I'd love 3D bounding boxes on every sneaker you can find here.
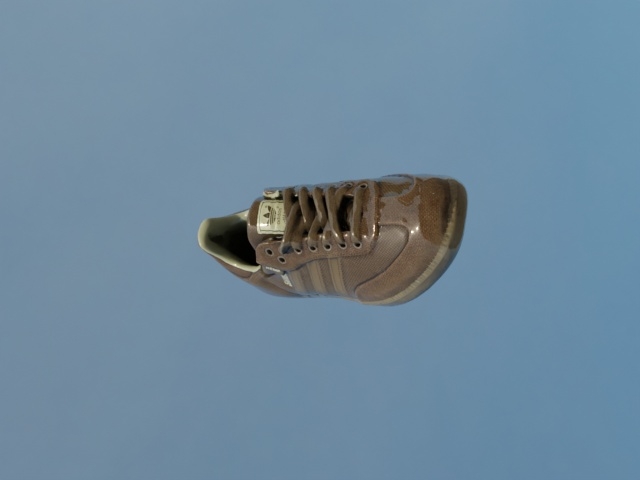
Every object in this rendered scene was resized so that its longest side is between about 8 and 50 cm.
[{"bbox_3d":[0.000,0.000,0.719,0.071,0.188,0.066,15,-107,-29],"label":"sneaker"}]
